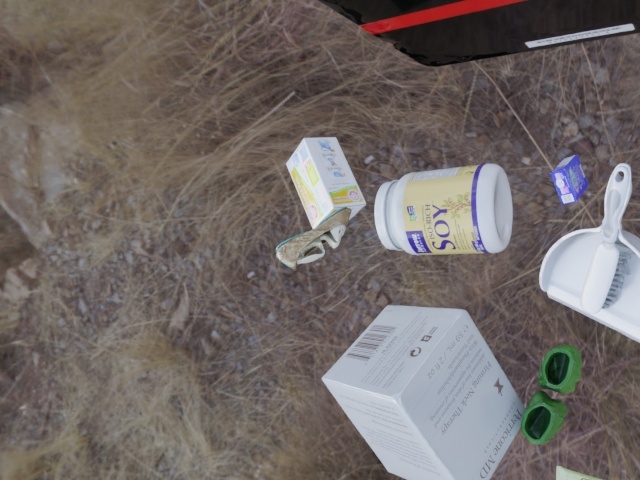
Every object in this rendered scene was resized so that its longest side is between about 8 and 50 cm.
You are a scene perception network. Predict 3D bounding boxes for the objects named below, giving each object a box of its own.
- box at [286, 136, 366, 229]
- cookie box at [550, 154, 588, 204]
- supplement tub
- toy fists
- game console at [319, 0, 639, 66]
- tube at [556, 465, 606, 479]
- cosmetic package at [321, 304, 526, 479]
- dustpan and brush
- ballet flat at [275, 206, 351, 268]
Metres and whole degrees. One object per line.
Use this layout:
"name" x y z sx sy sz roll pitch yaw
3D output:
"box" 0.011 -0.143 1.328 0.114 0.103 0.203 -47 60 49
"cookie box" 0.633 -0.155 1.345 0.040 0.107 0.092 -14 106 47
"supplement tub" 0.344 -0.080 1.483 0.331 0.241 0.241 -3 93 33
"toy fists" 0.618 0.410 1.416 0.096 0.142 0.280 18 88 43
"game console" 0.184 -0.241 0.443 0.386 0.341 0.060 4 92 38
"tube" 0.755 0.674 1.406 0.240 0.070 0.062 4 121 24
"cosmetic package" 0.289 0.433 1.472 0.327 0.329 0.394 -7 121 56
"dustpan and brush" 0.310 0.013 0.569 0.147 0.060 0.211 32 131 45
"ballet flat" 0.000 0.000 1.150 0.206 0.073 0.067 -33 69 -20
